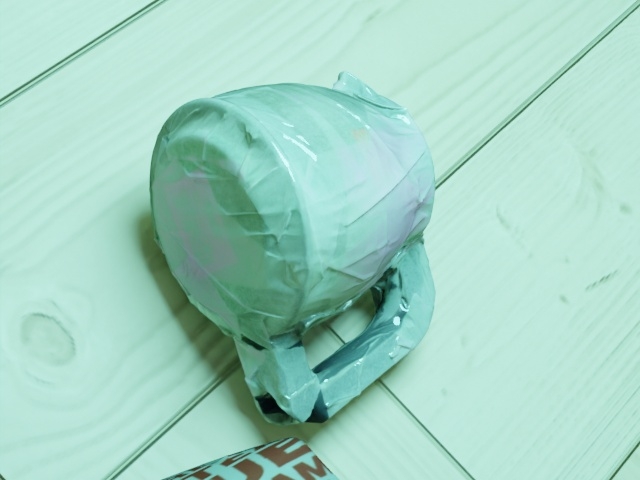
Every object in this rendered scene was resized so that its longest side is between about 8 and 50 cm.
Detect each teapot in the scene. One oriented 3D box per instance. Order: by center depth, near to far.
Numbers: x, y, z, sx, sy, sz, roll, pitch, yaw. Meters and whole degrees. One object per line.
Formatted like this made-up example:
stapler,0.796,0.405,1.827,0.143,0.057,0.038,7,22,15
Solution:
teapot,0.006,-0.008,0.913,0.178,0.163,0.221,-21,74,-38

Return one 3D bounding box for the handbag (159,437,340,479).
handbag,-0.042,0.224,0.747,0.171,0.151,0.298,-20,40,-28
